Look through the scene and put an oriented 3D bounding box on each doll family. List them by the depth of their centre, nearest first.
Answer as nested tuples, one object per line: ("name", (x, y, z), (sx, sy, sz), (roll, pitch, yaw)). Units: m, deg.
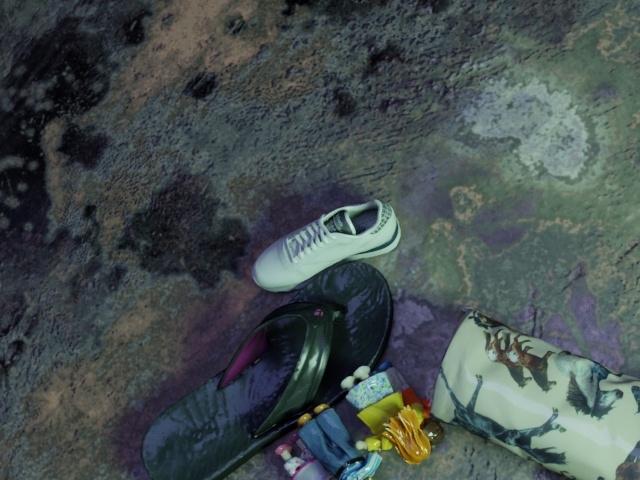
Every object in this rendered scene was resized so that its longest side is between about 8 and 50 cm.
("doll family", (0.056, 0.284, 1.935), (0.263, 0.118, 0.163), (-39, 66, -2))

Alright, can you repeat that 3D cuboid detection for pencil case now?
("pencil case", (0.340, 0.222, 1.863), (0.410, 0.160, 0.183), (21, 54, 21))

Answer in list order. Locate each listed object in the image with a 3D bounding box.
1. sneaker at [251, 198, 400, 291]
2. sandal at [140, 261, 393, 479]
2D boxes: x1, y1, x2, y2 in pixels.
("sneaker", (0.000, 0.000, 2.069), (0.235, 0.095, 0.090), (-25, 68, 6))
("sandal", (-0.071, 0.199, 2.006), (0.446, 0.107, 0.167), (-42, 66, -3))
